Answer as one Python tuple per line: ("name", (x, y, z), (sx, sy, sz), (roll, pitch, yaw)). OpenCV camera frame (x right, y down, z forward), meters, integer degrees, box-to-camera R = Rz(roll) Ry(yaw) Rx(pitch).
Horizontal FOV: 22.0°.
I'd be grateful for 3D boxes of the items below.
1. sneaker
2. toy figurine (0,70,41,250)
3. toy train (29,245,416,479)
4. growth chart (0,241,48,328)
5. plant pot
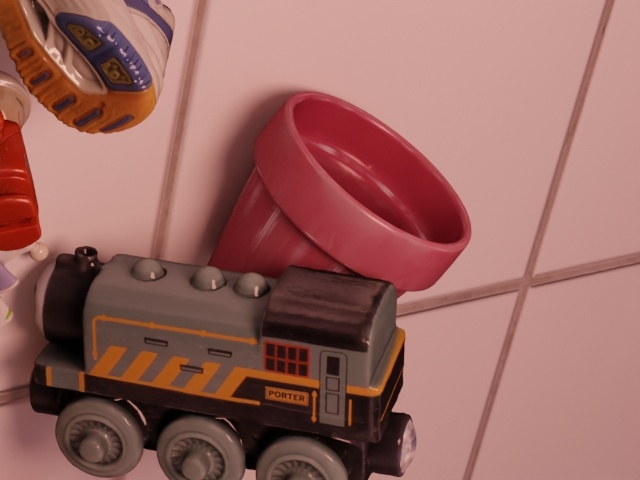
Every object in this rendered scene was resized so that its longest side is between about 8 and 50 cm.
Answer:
("sneaker", (-0.204, -0.216, 1.150), (0.112, 0.131, 0.296), (-14, 125, 24))
("toy figurine", (-0.311, -0.041, 1.104), (0.213, 0.148, 0.209), (22, 125, -39))
("toy train", (-0.082, 0.105, 1.344), (0.142, 0.334, 0.190), (-57, 152, -59))
("growth chart", (-0.320, 0.062, 1.296), (0.237, 0.021, 0.172), (-50, 139, 2))
("plant pot", (0.000, 0.000, 1.426), (0.201, 0.201, 0.180), (12, 126, -46))
